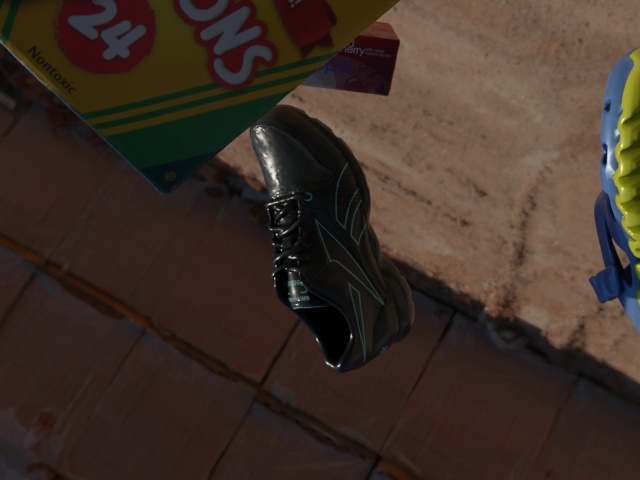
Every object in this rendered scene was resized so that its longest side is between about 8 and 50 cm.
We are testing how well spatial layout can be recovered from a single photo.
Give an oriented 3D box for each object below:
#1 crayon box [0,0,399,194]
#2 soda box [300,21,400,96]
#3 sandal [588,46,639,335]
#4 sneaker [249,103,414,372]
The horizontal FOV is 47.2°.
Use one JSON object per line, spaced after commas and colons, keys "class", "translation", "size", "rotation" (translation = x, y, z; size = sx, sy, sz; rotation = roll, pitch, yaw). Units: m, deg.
{"class": "crayon box", "translation": [-0.038, -0.200, 0.401], "size": [0.202, 0.319, 0.081], "rotation": [47, -176, -38]}
{"class": "soda box", "translation": [-0.029, -0.269, 1.020], "size": [0.264, 0.083, 0.092], "rotation": [5, -149, -8]}
{"class": "sandal", "translation": [0.308, -0.028, 0.701], "size": [0.138, 0.126, 0.317], "rotation": [-133, 28, -65]}
{"class": "sneaker", "translation": [0.000, 0.000, 0.692], "size": [0.101, 0.106, 0.267], "rotation": [-17, 104, 50]}
